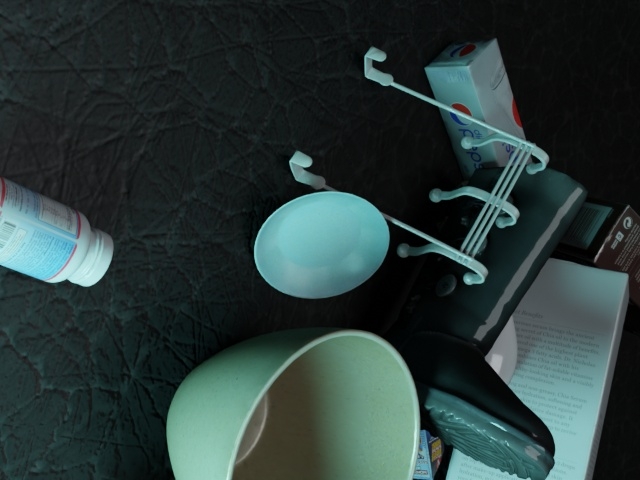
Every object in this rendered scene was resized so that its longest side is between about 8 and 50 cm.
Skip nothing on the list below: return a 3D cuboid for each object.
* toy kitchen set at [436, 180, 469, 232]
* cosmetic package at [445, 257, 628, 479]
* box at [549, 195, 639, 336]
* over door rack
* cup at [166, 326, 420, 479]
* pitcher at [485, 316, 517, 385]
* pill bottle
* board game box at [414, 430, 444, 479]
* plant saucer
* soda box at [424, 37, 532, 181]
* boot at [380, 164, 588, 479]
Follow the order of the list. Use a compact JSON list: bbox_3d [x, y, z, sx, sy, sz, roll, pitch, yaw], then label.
[{"bbox_3d":[0.228,-0.051,1.464,0.083,0.068,0.075,-13,71,-30],"label":"toy kitchen set"},{"bbox_3d":[0.398,0.269,1.504,0.161,0.230,0.453,40,64,-62],"label":"cosmetic package"},{"bbox_3d":[0.624,0.067,1.701,0.381,0.191,0.143,36,84,-28],"label":"box"},{"bbox_3d":[0.148,-0.108,1.247,0.324,0.108,0.239,31,68,3],"label":"over door rack"},{"bbox_3d":[-0.064,0.257,1.081,0.331,0.237,0.331,-8,102,-43],"label":"cup"},{"bbox_3d":[0.267,0.164,1.432,0.125,0.178,0.207,19,73,-14],"label":"pitcher"},{"bbox_3d":[-0.309,-0.006,0.900,0.160,0.087,0.087,30,76,-44],"label":"pill bottle"},{"bbox_3d":[0.183,0.301,1.437,0.194,0.060,0.194,-4,92,-59],"label":"board game box"},{"bbox_3d":[0.000,0.000,1.189,0.195,0.037,0.195,-6,129,-8],"label":"plant saucer"},{"bbox_3d":[0.284,-0.203,1.451,0.098,0.091,0.286,-45,125,-31],"label":"soda box"},{"bbox_3d":[0.282,0.093,1.249,0.445,0.367,0.146,-52,132,-18],"label":"boot"}]
